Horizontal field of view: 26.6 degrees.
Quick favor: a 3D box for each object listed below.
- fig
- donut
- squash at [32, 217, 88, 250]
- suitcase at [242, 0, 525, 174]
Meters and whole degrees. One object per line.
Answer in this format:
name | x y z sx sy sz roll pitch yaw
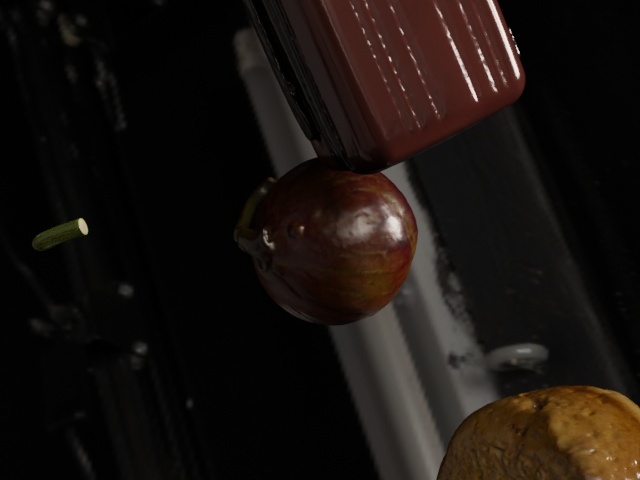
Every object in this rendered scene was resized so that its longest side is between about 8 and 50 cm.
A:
fig | 0.001 0.001 1.512 0.205 0.205 0.205 -7 -102 35
donut | 0.224 0.296 1.293 0.299 0.150 0.317 -32 -116 50
squash | -0.373 -0.007 1.926 0.083 0.027 0.027 -18 -109 14
suitcase | 0.057 -0.233 1.406 0.161 0.236 0.297 0 -65 67
